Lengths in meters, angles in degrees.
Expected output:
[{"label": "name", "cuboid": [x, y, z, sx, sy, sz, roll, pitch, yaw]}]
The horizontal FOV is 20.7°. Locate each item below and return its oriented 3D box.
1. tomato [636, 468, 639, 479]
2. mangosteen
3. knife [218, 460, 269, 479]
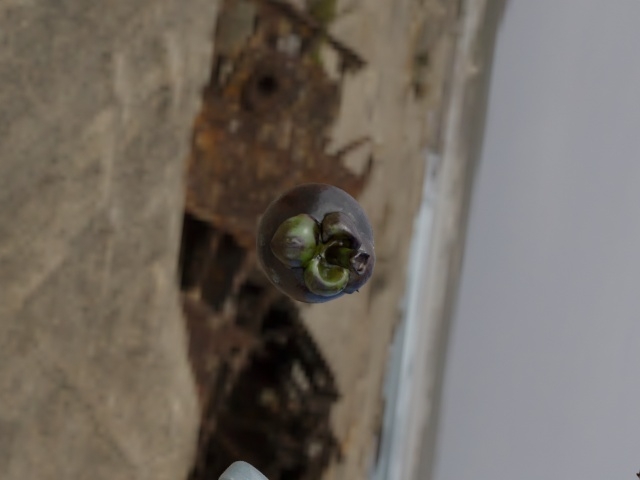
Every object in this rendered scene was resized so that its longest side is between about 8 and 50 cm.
[{"label": "tomato", "cuboid": [0.456, 0.322, 1.951, 0.101, 0.228, 0.228, -38, -169, 17]}, {"label": "mangosteen", "cuboid": [-0.007, 0.001, 2.350, 0.184, 0.172, 0.172, 44, 53, -79]}, {"label": "knife", "cuboid": [0.017, 0.366, 1.925, 0.044, 0.331, 0.080, -45, 170, -27]}]
